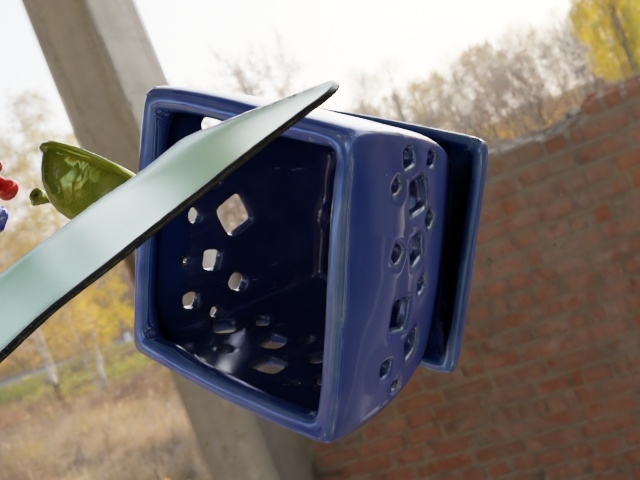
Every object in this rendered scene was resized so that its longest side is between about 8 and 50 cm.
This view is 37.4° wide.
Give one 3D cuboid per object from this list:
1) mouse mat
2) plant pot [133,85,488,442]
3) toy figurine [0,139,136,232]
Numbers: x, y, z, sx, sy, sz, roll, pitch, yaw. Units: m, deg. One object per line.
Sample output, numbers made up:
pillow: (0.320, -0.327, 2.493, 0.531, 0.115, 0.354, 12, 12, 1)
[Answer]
mouse mat: (-0.090, 0.003, 0.355, 0.190, 0.007, 0.152, -43, 18, -26)
plant pot: (0.000, 0.000, 0.786, 0.236, 0.236, 0.212, 17, 18, 41)
toy figurine: (-0.379, -0.028, 0.952, 0.217, 0.362, 0.191, -66, 5, -31)
